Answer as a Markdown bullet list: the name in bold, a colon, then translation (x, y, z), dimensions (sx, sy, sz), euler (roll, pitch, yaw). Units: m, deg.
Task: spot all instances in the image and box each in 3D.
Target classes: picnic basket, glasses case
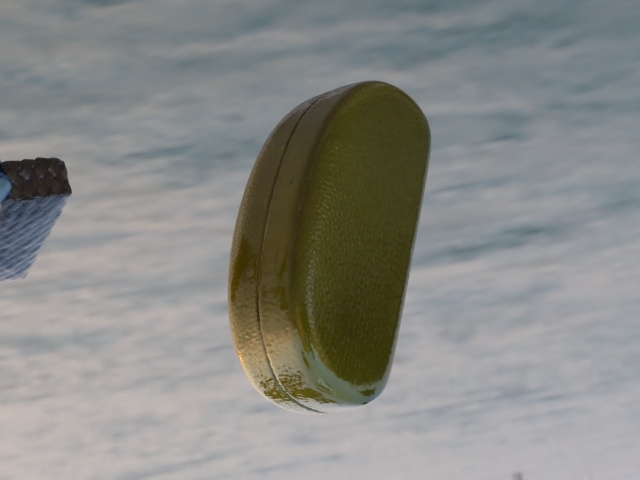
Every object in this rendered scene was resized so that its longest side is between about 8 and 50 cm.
- **picnic basket**: translation (-0.351, -0.015, 1.768), dimensions (0.110, 0.055, 0.193), euler (-8, 148, -38)
- **glasses case**: translation (0.000, 0.000, 1.701), dimensions (0.173, 0.371, 0.141), euler (29, 152, -37)

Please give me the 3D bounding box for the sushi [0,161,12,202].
- **sushi**: translation (-0.324, -0.038, 1.077), dimensions (0.220, 0.047, 0.231), euler (-32, 143, -16)
